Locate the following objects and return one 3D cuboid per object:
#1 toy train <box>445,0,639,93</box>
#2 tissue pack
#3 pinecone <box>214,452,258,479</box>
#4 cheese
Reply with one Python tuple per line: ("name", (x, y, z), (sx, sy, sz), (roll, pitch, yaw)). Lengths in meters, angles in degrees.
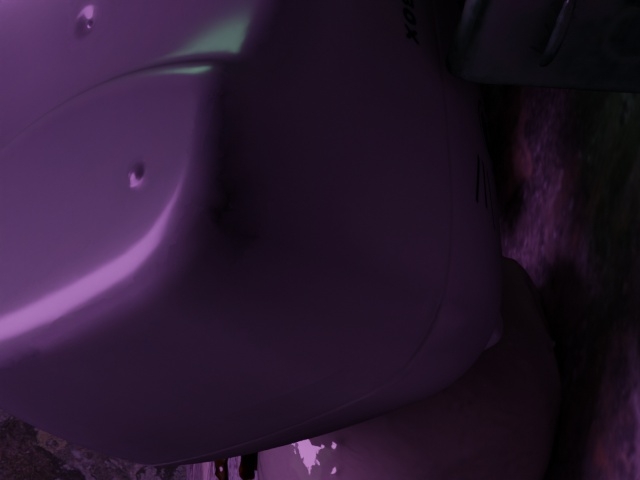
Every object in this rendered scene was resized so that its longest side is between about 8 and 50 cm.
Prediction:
("toy train", (0.124, -0.208, 0.450), (0.266, 0.145, 0.202), (105, 161, -47))
("tissue pack", (-0.040, -0.063, 0.548), (0.229, 0.236, 0.333), (-24, 56, 31))
("pinecone", (-0.054, 0.142, 1.077), (0.201, 0.229, 0.202), (58, -166, -9))
("cheese", (0.052, 0.119, 0.659), (0.154, 0.189, 0.198), (43, 139, 31))
